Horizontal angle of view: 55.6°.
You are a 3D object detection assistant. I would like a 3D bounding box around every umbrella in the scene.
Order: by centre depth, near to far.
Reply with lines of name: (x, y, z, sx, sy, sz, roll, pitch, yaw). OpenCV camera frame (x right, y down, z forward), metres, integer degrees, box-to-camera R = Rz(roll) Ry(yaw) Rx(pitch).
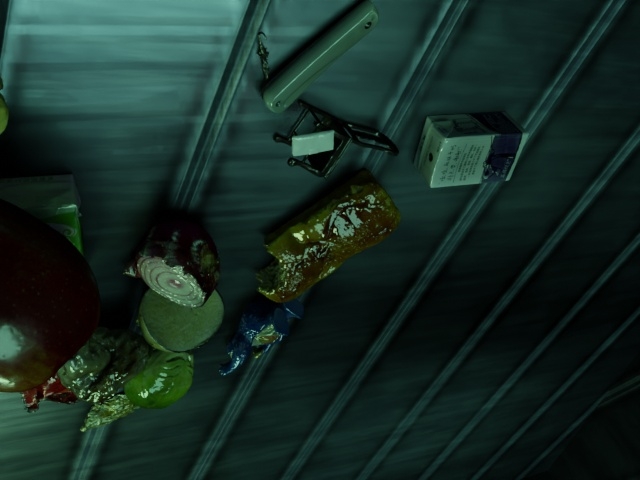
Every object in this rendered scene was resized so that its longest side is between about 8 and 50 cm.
umbrella: (-0.102, -0.319, 1.114, 0.022, 0.022, 0.149, -51, 157, -31)

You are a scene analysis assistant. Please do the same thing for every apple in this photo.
apple: (-0.513, 0.083, 0.951, 0.288, 0.288, 0.317, -33, 126, 5)

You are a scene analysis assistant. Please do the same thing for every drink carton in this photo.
drink carton: (-0.528, 0.014, 1.147, 0.161, 0.108, 0.271, -7, 133, -20)
drink carton: (0.338, -0.207, 1.380, 0.222, 0.102, 0.134, -8, 135, -21)

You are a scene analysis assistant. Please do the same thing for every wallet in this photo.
wallet: (-0.013, -0.183, 1.137, 0.083, 0.011, 0.044, -12, 133, -18)

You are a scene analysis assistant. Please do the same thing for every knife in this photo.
knife: (0.000, -0.336, 1.125, 0.265, 0.040, 0.073, -41, 152, 10)

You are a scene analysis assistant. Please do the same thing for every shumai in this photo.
shumai: (-0.505, 0.253, 1.362, 0.184, 0.185, 0.218, -46, -169, -32)

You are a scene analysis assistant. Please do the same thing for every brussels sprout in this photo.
brussels sprout: (-0.398, 0.334, 1.496, 0.161, 0.144, 0.181, 18, 99, -15)

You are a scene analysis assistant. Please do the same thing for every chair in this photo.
chair: (0.038, -0.190, 1.240, 0.229, 0.106, 0.113, 17, 121, -36)

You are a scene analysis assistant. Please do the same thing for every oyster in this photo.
oyster: (-0.551, 0.448, 1.609, 0.146, 0.045, 0.122, 12, 110, -35)

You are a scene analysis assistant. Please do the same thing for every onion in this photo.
onion: (-0.317, 0.042, 1.275, 0.218, 0.140, 0.195, -3, 145, 29)

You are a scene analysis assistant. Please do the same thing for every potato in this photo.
potato: (-0.334, 0.170, 1.385, 0.117, 0.182, 0.202, -28, -172, 45)

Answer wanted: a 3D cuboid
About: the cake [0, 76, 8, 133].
cake: (-0.586, -0.184, 0.842, 0.286, 0.227, 0.222, -7, 132, -21)

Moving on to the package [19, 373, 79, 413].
package: (-0.616, 0.291, 1.401, 0.194, 0.071, 0.269, -11, 133, -38)

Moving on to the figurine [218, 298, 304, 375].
figurine: (-0.163, 0.228, 1.541, 0.262, 0.121, 0.164, -39, 172, 23)

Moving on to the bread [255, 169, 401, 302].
bread: (0.000, 0.000, 1.403, 0.380, 0.109, 0.185, -35, 137, 10)
